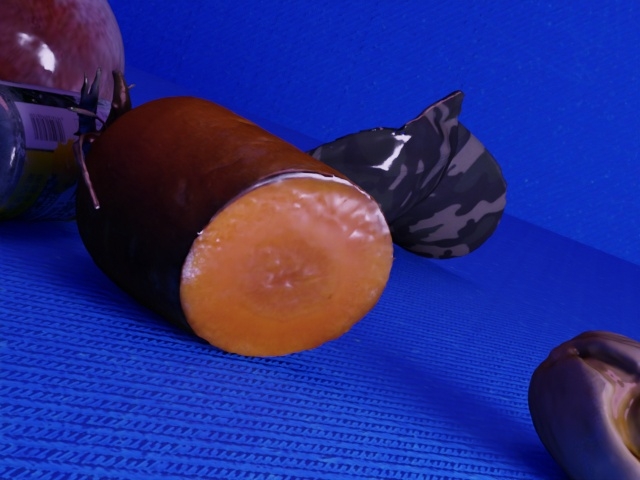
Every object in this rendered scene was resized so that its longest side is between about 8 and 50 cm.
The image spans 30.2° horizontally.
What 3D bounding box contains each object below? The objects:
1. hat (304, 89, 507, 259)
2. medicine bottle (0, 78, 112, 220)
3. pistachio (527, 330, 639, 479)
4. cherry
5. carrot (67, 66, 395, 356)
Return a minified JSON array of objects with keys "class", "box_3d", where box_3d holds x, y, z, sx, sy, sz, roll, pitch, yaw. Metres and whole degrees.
[{"class":"hat","box_3d":[0.094,-0.050,1.743,0.366,0.257,0.381,-15,-55,36]},{"class":"medicine bottle","box_3d":[-0.285,-0.090,1.242,0.141,0.141,0.293,24,11,22]},{"class":"pistachio","box_3d":[0.272,0.165,1.010,0.153,0.138,0.238,55,-10,-32]},{"class":"cherry","box_3d":[-0.430,-0.281,1.630,0.335,0.291,0.326,25,15,-24]},{"class":"carrot","box_3d":[-0.121,-0.027,1.085,0.214,0.193,0.331,-16,37,-38]}]
